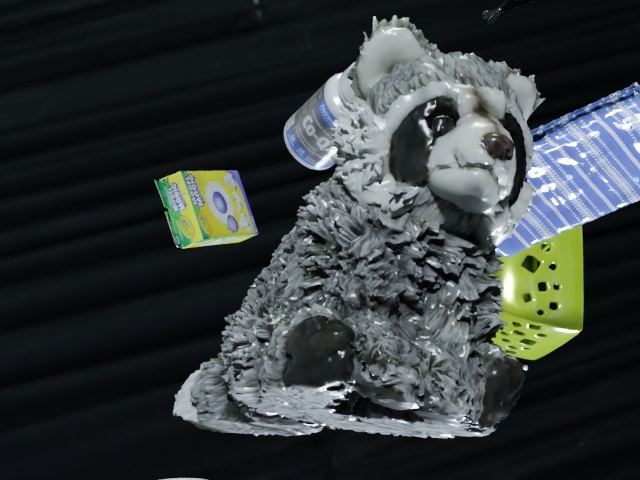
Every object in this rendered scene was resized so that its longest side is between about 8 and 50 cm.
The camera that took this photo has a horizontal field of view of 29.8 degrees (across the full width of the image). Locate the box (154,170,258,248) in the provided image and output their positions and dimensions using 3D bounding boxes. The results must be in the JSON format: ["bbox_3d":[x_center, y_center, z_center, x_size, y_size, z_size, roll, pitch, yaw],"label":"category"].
[{"bbox_3d":[-0.163,-0.046,1.706,0.179,0.043,0.105,-9,79,-61],"label":"box"}]

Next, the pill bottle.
[{"bbox_3d":[0.023,-0.146,1.399,0.137,0.078,0.078,-40,-121,47],"label":"pill bottle"}]

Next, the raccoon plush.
[{"bbox_3d":[0.000,0.000,1.013,0.446,0.216,0.299,-9,-113,45],"label":"raccoon plush"}]

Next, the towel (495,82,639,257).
[{"bbox_3d":[0.352,-0.085,1.728,0.243,0.336,0.040,37,38,-43],"label":"towel"}]

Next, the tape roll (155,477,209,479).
[{"bbox_3d":[-0.251,0.458,1.721,0.246,0.246,0.169,86,-9,-66],"label":"tape roll"}]

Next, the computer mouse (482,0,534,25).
[{"bbox_3d":[0.305,-0.435,1.928,0.193,0.106,0.042,74,-11,-52],"label":"computer mouse"}]

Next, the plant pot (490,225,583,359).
[{"bbox_3d":[0.344,0.079,2.213,0.227,0.207,0.228,125,-30,-65],"label":"plant pot"}]
